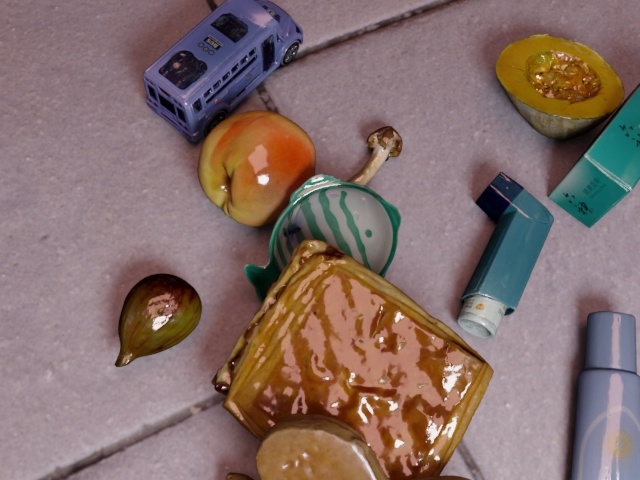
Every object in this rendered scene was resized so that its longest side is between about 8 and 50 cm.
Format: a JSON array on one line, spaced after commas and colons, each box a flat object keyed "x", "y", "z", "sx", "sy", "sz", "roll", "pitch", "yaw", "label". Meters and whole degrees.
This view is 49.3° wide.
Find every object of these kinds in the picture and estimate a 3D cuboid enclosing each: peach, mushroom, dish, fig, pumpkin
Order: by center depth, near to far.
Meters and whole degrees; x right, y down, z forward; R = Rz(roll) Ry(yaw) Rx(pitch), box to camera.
[{"x": -0.242, "y": 0.121, "z": 1.007, "sx": 0.109, "sy": 0.103, "sz": 0.155, "roll": 11, "pitch": 57, "yaw": 24, "label": "fig"}, {"x": 0.000, "y": 0.000, "z": 1.065, "sx": 0.246, "sy": 0.224, "sz": 0.078, "roll": -27, "pitch": 28, "yaw": -2, "label": "dish"}, {"x": -0.094, "y": -0.116, "z": 1.080, "sx": 0.184, "sy": 0.184, "sz": 0.184, "roll": 2, "pitch": 68, "yaw": -4, "label": "peach"}, {"x": 0.068, "y": -0.119, "z": 1.156, "sx": 0.060, "sy": 0.061, "sz": 0.187, "roll": 41, "pitch": 75, "yaw": 6, "label": "mushroom"}, {"x": 0.408, "y": -0.251, "z": 1.210, "sx": 0.217, "sy": 0.110, "sz": 0.217, "roll": -1, "pitch": 52, "yaw": 2, "label": "pumpkin"}]

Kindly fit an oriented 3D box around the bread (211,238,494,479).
[{"x": 0.044, "y": 0.191, "z": 0.965, "sx": 0.324, "sy": 0.167, "sz": 0.278, "roll": 31, "pitch": 81, "yaw": 13, "label": "bread"}]

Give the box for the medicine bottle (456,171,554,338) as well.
[{"x": 0.278, "y": 0.023, "z": 1.100, "sx": 0.124, "sy": 0.079, "sz": 0.258, "roll": 26, "pitch": 69, "yaw": 3, "label": "medicine bottle"}]

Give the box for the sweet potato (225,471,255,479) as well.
[{"x": 0.032, "y": 0.392, "z": 0.923, "sx": 0.341, "sy": 0.092, "sz": 0.114, "roll": 10, "pitch": 51, "yaw": -1, "label": "sweet potato"}]

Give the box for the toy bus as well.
[{"x": -0.157, "y": -0.313, "z": 1.173, "sx": 0.125, "sy": 0.133, "sz": 0.292, "roll": 38, "pitch": 70, "yaw": 11, "label": "toy bus"}]

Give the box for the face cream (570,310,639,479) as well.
[{"x": 0.415, "y": 0.295, "z": 1.001, "sx": 0.135, "sy": 0.086, "sz": 0.385, "roll": 9, "pitch": 72, "yaw": -1, "label": "face cream"}]

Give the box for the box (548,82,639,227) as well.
[{"x": 0.501, "y": -0.156, "z": 1.151, "sx": 0.092, "sy": 0.153, "sz": 0.245, "roll": 40, "pitch": 69, "yaw": 10, "label": "box"}]

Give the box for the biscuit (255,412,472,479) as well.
[{"x": 0.009, "y": 0.420, "z": 0.844, "sx": 0.368, "sy": 0.076, "sz": 0.394, "roll": 23, "pitch": 97, "yaw": 7, "label": "biscuit"}]
